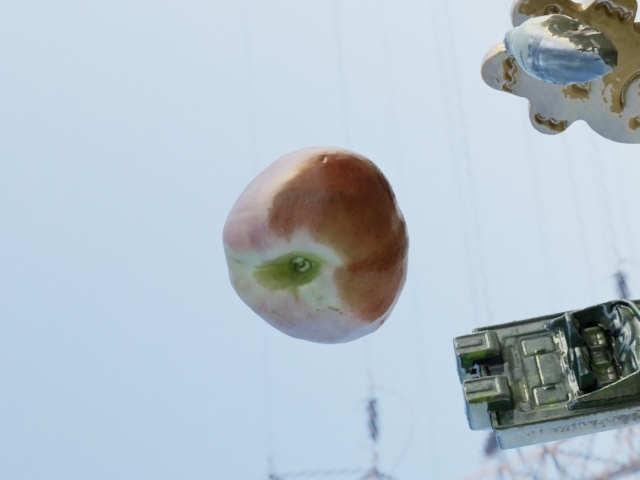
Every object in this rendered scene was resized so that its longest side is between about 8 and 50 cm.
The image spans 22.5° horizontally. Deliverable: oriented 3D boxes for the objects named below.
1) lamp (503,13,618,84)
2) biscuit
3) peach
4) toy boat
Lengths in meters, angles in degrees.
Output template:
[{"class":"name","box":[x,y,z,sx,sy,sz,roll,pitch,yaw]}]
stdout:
[{"class":"lamp","box":[0.338,-0.268,2.274,0.101,0.101,0.250,52,170,-25]},{"class":"biscuit","box":[0.433,-0.263,2.499,0.355,0.275,0.052,21,-145,-13]},{"class":"peach","box":[0.000,0.000,1.915,0.232,0.232,0.257,61,-158,-7]},{"class":"toy boat","box":[0.294,0.115,1.577,0.141,0.319,0.092,-97,-5,-49]}]
